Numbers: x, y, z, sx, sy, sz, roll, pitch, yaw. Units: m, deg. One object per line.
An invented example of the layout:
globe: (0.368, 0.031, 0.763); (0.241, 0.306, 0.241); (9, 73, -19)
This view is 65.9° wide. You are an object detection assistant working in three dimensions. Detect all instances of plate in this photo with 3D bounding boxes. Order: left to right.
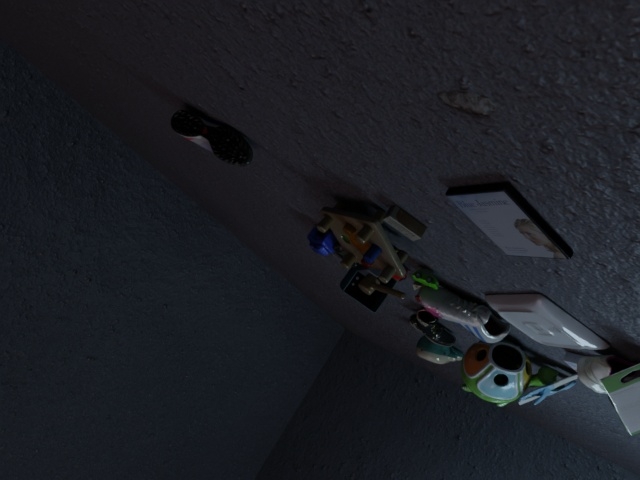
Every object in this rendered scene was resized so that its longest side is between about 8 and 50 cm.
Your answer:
plate: (0.676, 0.256, 1.513); (0.277, 0.045, 0.278); (36, 165, -8)

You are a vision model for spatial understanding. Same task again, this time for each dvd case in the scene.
dvd case: (0.422, -0.040, 1.113); (0.253, 0.022, 0.180); (39, 165, -22)

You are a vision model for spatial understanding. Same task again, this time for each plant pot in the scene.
plant pot: (0.183, 0.178, 2.097); (0.165, 0.165, 0.234); (35, 177, -9)

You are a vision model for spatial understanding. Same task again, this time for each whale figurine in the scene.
whale figurine: (0.620, 0.552, 2.533); (0.272, 0.141, 0.216); (13, 178, -30)

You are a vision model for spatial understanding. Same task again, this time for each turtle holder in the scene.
turtle holder: (0.713, 0.511, 1.905); (0.320, 0.243, 0.227); (37, 151, 21)

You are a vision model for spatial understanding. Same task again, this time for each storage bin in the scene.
storage bin: (0.199, 0.090, 1.905); (0.098, 0.091, 0.135); (35, 165, -9)

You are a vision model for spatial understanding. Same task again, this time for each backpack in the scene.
backpack: (0.000, 0.000, 2.023); (0.120, 0.101, 0.098); (23, 157, 46)

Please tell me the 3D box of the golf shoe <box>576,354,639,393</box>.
golf shoe: (0.917, 0.427, 1.437); (0.306, 0.115, 0.140); (25, 151, 4)

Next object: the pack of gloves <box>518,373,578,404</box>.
pack of gloves: (0.868, 0.584, 1.872); (0.195, 0.232, 0.046); (49, -161, -55)

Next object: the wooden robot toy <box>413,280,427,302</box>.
wooden robot toy: (0.412, 0.204, 1.875); (0.079, 0.076, 0.173); (8, 154, 36)

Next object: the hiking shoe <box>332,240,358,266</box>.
hiking shoe: (0.114, 0.044, 1.921); (0.114, 0.086, 0.227); (44, 178, 11)

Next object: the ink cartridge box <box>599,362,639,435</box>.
ink cartridge box: (0.882, 0.413, 1.357); (0.235, 0.171, 0.056); (54, -163, -17)

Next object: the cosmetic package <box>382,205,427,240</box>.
cosmetic package: (0.244, -0.049, 1.432); (0.115, 0.041, 0.060); (35, 166, -9)

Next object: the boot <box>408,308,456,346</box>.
boot: (0.523, 0.401, 2.262); (0.236, 0.085, 0.178); (31, 164, 11)

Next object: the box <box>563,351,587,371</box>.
box: (0.917, 0.440, 1.620); (0.186, 0.038, 0.145); (40, 165, -21)

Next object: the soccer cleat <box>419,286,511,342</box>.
soccer cleat: (0.514, 0.246, 1.740); (0.331, 0.116, 0.143); (29, 153, -1)

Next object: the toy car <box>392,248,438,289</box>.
toy car: (0.326, 0.108, 1.764); (0.225, 0.053, 0.239); (24, 164, 30)

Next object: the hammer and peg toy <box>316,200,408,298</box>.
hammer and peg toy: (0.166, 0.040, 1.627); (0.266, 0.127, 0.361); (16, 148, 49)

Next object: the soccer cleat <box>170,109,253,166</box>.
soccer cleat: (-0.351, -0.342, 1.668); (0.318, 0.108, 0.116); (28, -174, 13)
